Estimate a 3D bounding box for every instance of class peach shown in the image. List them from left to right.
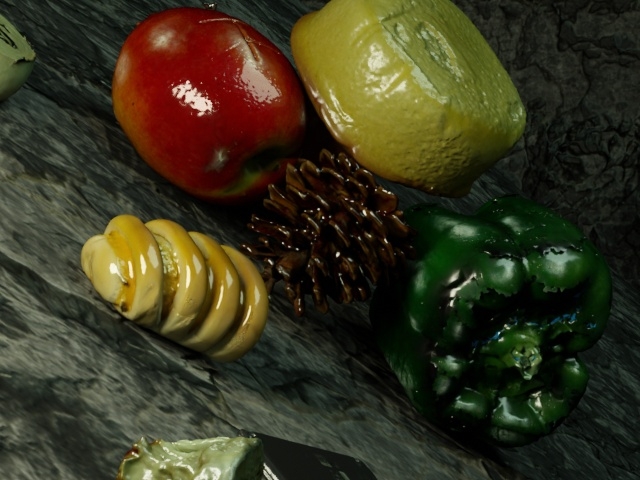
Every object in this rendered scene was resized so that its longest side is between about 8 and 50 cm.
[{"bbox_3d":[-0.118,-0.149,2.029,0.226,0.196,0.190,49,-18,29],"label":"peach"}]

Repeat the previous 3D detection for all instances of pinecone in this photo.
[{"bbox_3d":[-0.002,0.001,1.904,0.163,0.165,0.163,48,-19,22],"label":"pinecone"}]

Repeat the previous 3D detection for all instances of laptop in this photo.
[{"bbox_3d":[0.016,0.210,1.552,0.180,0.016,0.129,21,22,-53],"label":"laptop"}]

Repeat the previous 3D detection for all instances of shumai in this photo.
[{"bbox_3d":[-0.091,0.169,1.240,0.087,0.099,0.123,16,-25,9],"label":"shumai"}]

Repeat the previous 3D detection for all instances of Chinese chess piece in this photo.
[{"bbox_3d":[-0.341,-0.196,1.829,0.144,0.058,0.144,39,12,-10],"label":"Chinese chess piece"}]

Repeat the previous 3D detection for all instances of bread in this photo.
[{"bbox_3d":[-0.119,0.037,1.617,0.177,0.084,0.119,24,19,-39],"label":"bread"},{"bbox_3d":[0.095,-0.169,2.076,0.270,0.148,0.270,35,31,-25],"label":"bread"}]

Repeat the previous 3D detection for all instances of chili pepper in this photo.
[{"bbox_3d":[0.169,0.070,2.007,0.233,0.248,0.257,20,10,-26],"label":"chili pepper"}]

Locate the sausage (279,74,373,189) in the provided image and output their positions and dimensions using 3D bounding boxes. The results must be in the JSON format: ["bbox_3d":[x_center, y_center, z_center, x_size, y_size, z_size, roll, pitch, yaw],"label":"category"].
[{"bbox_3d":[-0.017,-0.126,2.193,0.255,0.148,0.148,-4,26,-12],"label":"sausage"}]
